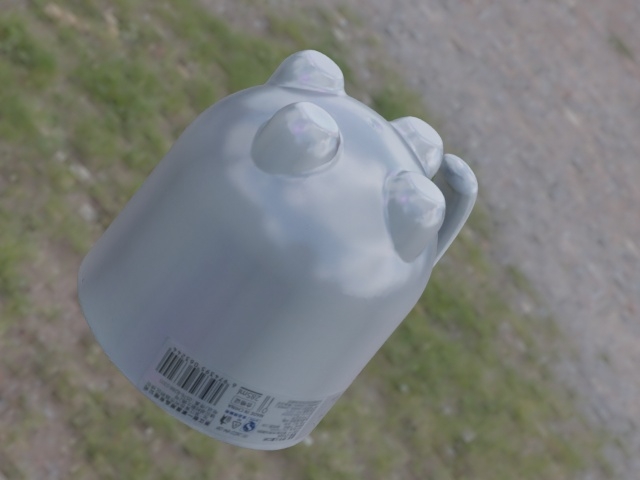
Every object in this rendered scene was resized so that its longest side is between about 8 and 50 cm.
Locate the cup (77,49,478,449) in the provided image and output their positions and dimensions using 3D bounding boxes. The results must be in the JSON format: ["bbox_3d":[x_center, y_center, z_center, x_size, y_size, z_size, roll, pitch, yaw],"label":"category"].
[{"bbox_3d":[0.000,0.006,0.803,0.173,0.142,0.134,26,27,-28],"label":"cup"}]
